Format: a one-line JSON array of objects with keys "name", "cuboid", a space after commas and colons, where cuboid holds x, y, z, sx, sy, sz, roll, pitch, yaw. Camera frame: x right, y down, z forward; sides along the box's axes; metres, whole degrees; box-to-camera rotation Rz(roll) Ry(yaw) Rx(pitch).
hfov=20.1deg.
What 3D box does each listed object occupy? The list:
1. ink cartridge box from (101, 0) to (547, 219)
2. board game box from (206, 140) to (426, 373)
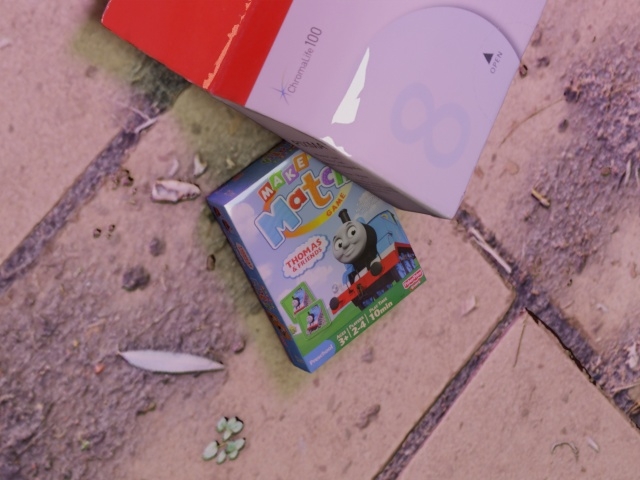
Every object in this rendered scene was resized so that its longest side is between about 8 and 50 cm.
[{"name": "ink cartridge box", "cuboid": [0.029, -0.238, 1.643, 0.385, 0.091, 0.308, 30, 80, -35]}, {"name": "board game box", "cuboid": [0.000, 0.000, 1.754, 0.160, 0.039, 0.211, -38, 121, -19]}]
